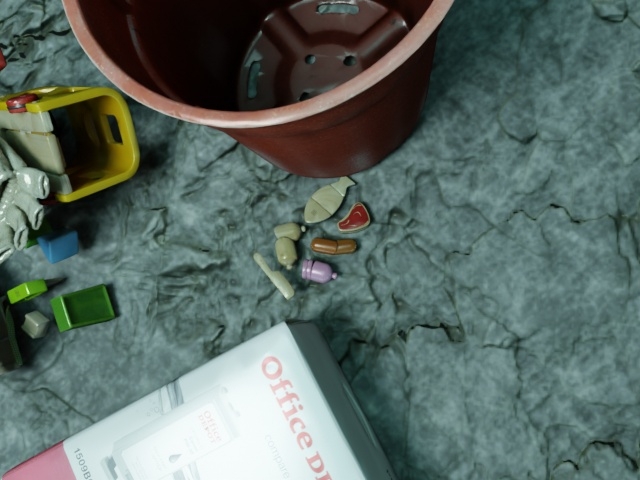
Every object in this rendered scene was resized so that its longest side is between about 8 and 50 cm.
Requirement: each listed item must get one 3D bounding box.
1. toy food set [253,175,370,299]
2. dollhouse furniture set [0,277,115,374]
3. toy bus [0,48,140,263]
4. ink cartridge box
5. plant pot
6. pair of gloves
[{"bbox_3d":[0.000,0.000,0.635,0.122,0.019,0.078,-39,76,-6],"label":"toy food set"},{"bbox_3d":[-0.287,0.083,0.669,0.151,0.058,0.076,-22,85,27],"label":"dollhouse furniture set"},{"bbox_3d":[-0.265,-0.103,0.647,0.104,0.191,0.202,-29,76,-39],"label":"toy bus"},{"bbox_3d":[-0.092,0.220,0.571,0.283,0.117,0.207,-30,79,5],"label":"ink cartridge box"},{"bbox_3d":[-0.015,-0.179,0.531,0.272,0.265,0.273,-2,81,11],"label":"plant pot"},{"bbox_3d":[-0.336,0.003,0.628,0.204,0.042,0.240,33,112,34],"label":"pair of gloves"}]
